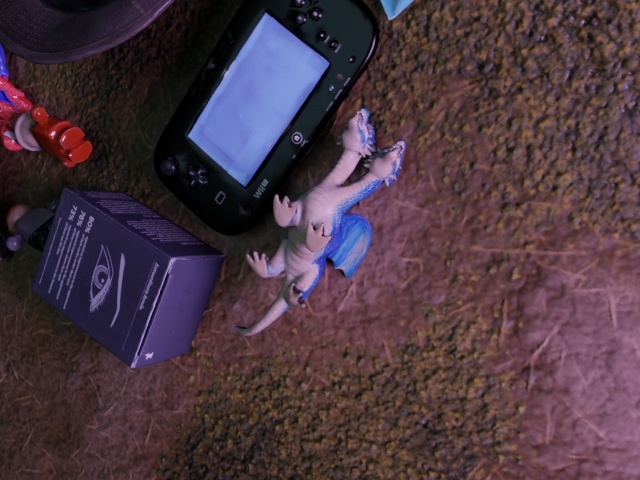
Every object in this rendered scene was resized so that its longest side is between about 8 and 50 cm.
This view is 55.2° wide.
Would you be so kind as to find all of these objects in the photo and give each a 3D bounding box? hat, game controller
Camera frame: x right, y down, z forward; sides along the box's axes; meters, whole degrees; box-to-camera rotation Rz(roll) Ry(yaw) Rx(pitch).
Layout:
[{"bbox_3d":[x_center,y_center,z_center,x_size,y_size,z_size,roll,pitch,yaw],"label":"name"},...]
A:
[{"bbox_3d":[-0.273,-0.359,0.781,0.331,0.134,0.332,-1,84,10],"label":"hat"},{"bbox_3d":[-0.071,-0.162,0.718,0.166,0.067,0.319,44,111,19],"label":"game controller"}]

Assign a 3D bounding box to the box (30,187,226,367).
[{"bbox_3d":[-0.251,0.042,0.793,0.207,0.108,0.153,30,104,23],"label":"box"}]

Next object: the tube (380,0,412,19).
[{"bbox_3d":[0.138,-0.318,0.620,0.207,0.052,0.080,-30,68,31],"label":"tube"}]

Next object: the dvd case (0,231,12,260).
[{"bbox_3d":[-0.594,-0.080,0.939,0.179,0.030,0.239,10,131,27],"label":"dvd case"}]

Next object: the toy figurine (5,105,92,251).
[{"bbox_3d":[-0.444,-0.088,0.836,0.148,0.213,0.210,20,103,35],"label":"toy figurine"}]

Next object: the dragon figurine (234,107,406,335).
[{"bbox_3d":[0.000,0.000,0.674,0.085,0.144,0.289,36,126,20],"label":"dragon figurine"}]

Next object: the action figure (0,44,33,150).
[{"bbox_3d":[-0.527,-0.263,0.918,0.091,0.139,0.281,-27,82,26],"label":"action figure"}]
